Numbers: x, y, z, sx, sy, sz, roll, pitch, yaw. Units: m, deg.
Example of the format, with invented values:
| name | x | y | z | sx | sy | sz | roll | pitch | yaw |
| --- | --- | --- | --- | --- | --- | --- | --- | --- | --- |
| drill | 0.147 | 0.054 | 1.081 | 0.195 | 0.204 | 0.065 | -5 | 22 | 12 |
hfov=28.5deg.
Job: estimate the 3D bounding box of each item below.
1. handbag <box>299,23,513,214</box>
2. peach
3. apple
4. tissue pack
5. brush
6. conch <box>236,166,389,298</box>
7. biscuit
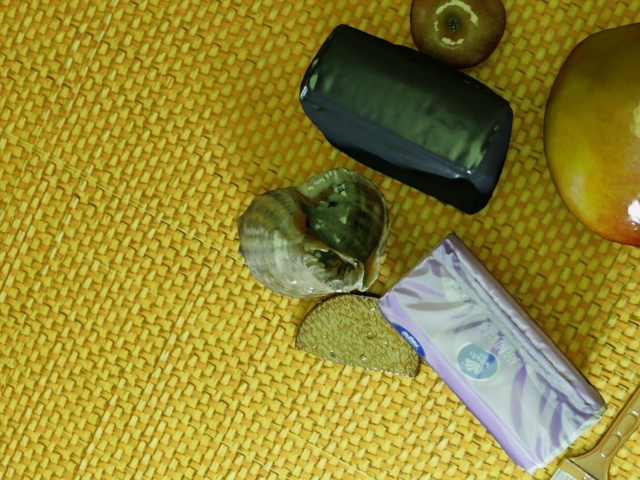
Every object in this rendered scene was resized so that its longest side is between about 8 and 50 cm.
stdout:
| name | x | y | z | sx | sy | sz | roll | pitch | yaw |
| --- | --- | --- | --- | --- | --- | --- | --- | --- | --- |
| handbag | 0.145 | -0.182 | 1.847 | 0.301 | 0.275 | 0.178 | 26 | 87 | 15 |
| peach | 0.461 | -0.144 | 1.752 | 0.307 | 0.308 | 0.333 | -3 | 91 | 12 |
| apple | 0.204 | -0.327 | 1.873 | 0.146 | 0.131 | 0.146 | 2 | 100 | 10 |
| tissue pack | 0.244 | 0.165 | 1.838 | 0.160 | 0.242 | 0.338 | -41 | 84 | 1 |
| brush | 0.452 | 0.300 | 1.928 | 0.090 | 0.017 | 0.314 | 36 | 100 | 5 |
| conch | 0.000 | 0.010 | 1.925 | 0.210 | 0.159 | 0.291 | -35 | 49 | -22 |
| biscuit | 0.067 | 0.143 | 1.990 | 0.206 | 0.025 | 0.126 | 13 | 97 | 9 |
